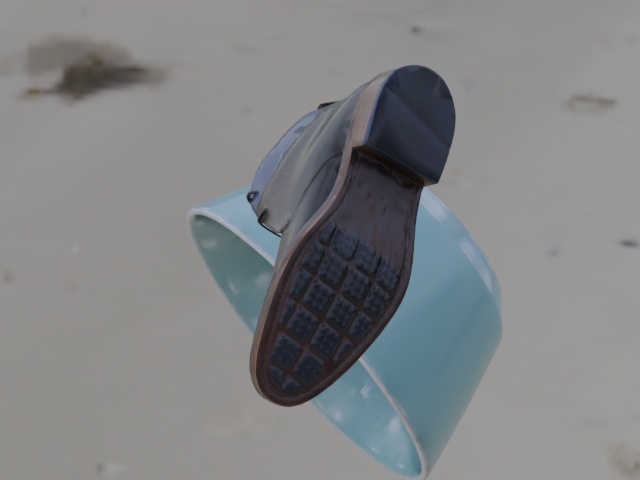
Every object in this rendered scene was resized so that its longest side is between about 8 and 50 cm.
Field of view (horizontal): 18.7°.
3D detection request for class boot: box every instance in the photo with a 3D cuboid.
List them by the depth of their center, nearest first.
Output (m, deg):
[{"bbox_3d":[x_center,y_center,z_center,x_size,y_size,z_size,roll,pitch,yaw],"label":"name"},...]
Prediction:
[{"bbox_3d":[0.000,0.000,1.156,0.082,0.219,0.106,36,-20,-25],"label":"boot"}]

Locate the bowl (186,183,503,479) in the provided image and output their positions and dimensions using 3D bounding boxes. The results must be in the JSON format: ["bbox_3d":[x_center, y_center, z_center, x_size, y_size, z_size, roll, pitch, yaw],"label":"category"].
[{"bbox_3d":[0.042,0.043,1.712,0.163,0.311,0.311,-41,37,-13],"label":"bowl"}]
